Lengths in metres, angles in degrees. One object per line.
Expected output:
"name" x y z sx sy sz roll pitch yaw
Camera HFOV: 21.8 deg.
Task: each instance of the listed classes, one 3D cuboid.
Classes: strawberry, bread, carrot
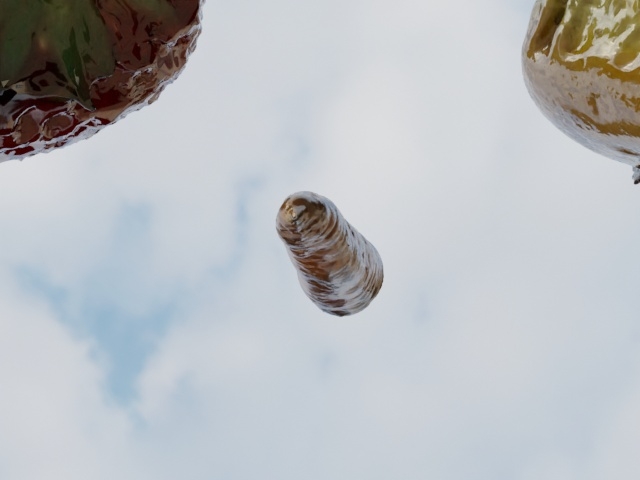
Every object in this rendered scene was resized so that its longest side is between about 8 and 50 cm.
"strawberry" -0.230 -0.183 1.092 0.292 0.310 0.291 -7 -78 -35
"bread" 0.226 -0.147 1.148 0.163 0.262 0.204 20 -90 -3
"carrot" 0.000 0.000 1.001 0.057 0.224 0.057 -2 -102 8
